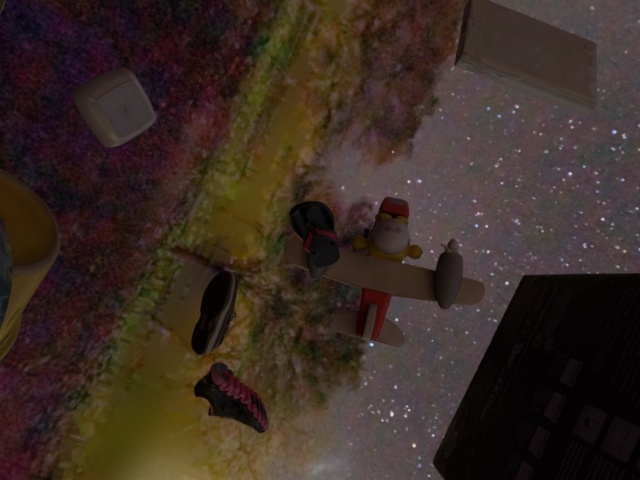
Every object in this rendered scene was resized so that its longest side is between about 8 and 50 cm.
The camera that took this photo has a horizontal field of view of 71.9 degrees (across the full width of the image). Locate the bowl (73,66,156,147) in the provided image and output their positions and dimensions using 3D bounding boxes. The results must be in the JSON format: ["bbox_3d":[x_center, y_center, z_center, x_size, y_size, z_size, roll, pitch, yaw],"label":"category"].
[{"bbox_3d":[-0.422,-0.279,0.931,0.142,0.053,0.142,-45,136,-29],"label":"bowl"}]

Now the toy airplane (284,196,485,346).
[{"bbox_3d":[0.151,0.064,1.093,0.385,0.385,0.273,56,-21,30],"label":"toy airplane"}]

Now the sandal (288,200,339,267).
[{"bbox_3d":[0.000,0.000,0.711,0.179,0.067,0.040,66,4,-52],"label":"sandal"}]

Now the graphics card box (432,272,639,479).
[{"bbox_3d":[0.214,0.139,0.291,0.233,0.094,0.371,-62,-179,-7],"label":"graphics card box"}]

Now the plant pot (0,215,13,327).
[{"bbox_3d":[-0.368,0.011,0.228,0.195,0.289,0.291,97,10,-61],"label":"plant pot"}]

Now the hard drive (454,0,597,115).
[{"bbox_3d":[0.451,-0.406,0.959,0.040,0.307,0.203,118,-11,-65],"label":"hard drive"}]

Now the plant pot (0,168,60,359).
[{"bbox_3d":[-0.452,0.037,0.514,0.239,0.254,0.254,-37,-162,14],"label":"plant pot"}]

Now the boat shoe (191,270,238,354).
[{"bbox_3d":[-0.283,0.199,1.249,0.095,0.095,0.258,4,116,-56],"label":"boat shoe"}]

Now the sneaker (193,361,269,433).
[{"bbox_3d":[-0.116,0.214,0.575,0.057,0.119,0.047,-39,-163,1],"label":"sneaker"}]

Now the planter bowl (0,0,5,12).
[{"bbox_3d":[-0.767,-0.518,0.921,0.162,0.109,0.162,-44,-158,23],"label":"planter bowl"}]
